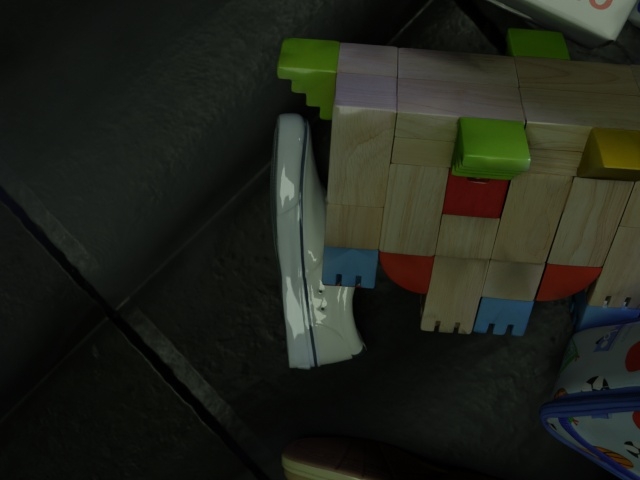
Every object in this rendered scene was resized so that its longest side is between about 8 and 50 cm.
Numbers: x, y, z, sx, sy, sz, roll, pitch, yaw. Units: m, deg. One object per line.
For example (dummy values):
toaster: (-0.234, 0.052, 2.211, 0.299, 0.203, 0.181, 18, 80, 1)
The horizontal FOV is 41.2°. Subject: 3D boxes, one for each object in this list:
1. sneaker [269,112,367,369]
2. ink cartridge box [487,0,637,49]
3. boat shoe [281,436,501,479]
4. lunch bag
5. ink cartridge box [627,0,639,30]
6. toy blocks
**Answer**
sneaker: (0.000, 0.000, 0.851, 0.091, 0.094, 0.258, -6, 104, -6)
ink cartridge box: (0.221, -0.332, 0.723, 0.201, 0.117, 0.278, 27, 104, 5)
boat shoe: (0.092, 0.275, 0.864, 0.285, 0.104, 0.089, 15, 100, 7)
lunch bag: (0.353, 0.181, 0.719, 0.303, 0.243, 0.115, 35, 64, -12)
ink cartridge box: (0.416, -0.256, 0.617, 0.072, 0.304, 0.307, 23, 105, -29)
toy blocks: (0.148, -0.025, 0.751, 0.381, 0.191, 0.261, 5, 133, 1)
